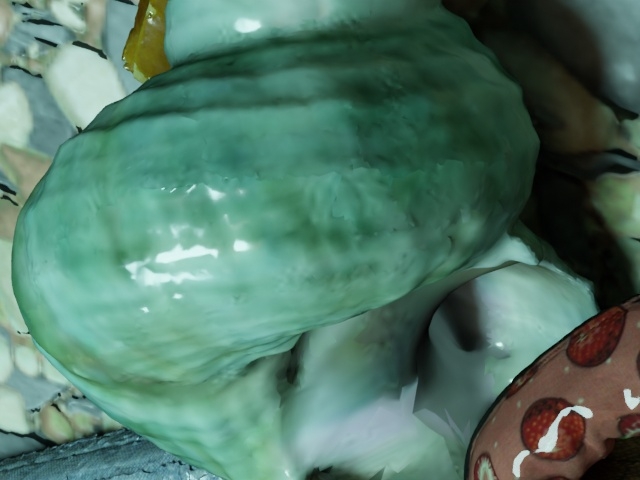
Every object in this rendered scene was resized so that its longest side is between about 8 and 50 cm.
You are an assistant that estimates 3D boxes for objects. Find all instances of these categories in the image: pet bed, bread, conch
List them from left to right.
[{"bbox_3d":[-0.048,-0.091,0.731,0.047,0.036,0.083,30,134,8],"label":"bread"},{"bbox_3d":[0.000,0.000,0.682,0.220,0.195,0.277,-3,99,-11],"label":"conch"},{"bbox_3d":[0.146,0.088,0.674,0.201,0.053,0.201,-4,130,-4],"label":"pet bed"}]

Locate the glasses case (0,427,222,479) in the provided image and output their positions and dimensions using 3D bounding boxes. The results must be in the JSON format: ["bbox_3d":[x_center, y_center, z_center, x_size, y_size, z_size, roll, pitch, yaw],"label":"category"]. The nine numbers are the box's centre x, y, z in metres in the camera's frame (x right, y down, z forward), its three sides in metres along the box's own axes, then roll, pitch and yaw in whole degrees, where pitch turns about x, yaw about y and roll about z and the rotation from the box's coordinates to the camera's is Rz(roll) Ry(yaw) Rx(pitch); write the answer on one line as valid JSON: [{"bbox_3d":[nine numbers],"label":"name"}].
[{"bbox_3d":[-0.089,0.145,0.894,0.282,0.067,0.109,-16,108,39],"label":"glasses case"}]
